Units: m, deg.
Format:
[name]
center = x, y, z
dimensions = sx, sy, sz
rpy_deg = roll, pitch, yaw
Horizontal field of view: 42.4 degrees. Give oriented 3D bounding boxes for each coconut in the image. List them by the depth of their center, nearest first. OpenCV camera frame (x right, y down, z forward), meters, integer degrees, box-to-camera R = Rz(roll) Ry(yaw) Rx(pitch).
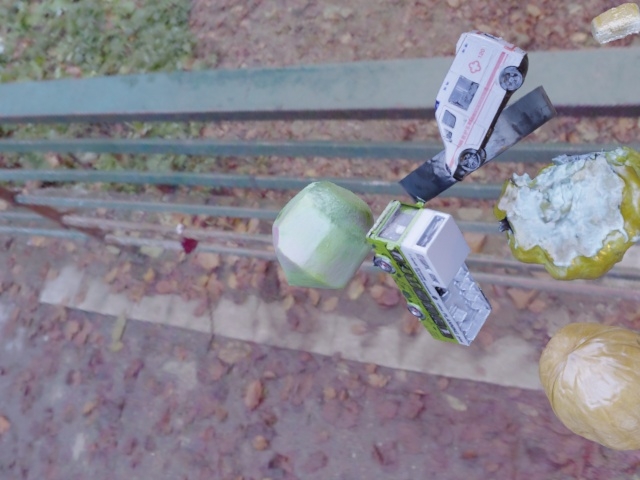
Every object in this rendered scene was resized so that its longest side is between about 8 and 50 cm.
[coconut]
center = 0.000, 0.000, 1.707
dimensions = 0.204, 0.236, 0.236
rpy_deg = 36, 94, -4

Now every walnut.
[walnut]
center = 0.439, 0.222, 1.264
dimensions = 0.193, 0.225, 0.193
rpy_deg = -25, 51, 35

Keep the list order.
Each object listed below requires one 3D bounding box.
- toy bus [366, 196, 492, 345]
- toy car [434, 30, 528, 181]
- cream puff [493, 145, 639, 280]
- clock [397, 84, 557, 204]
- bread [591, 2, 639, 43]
[toy bus]
center = 0.205, 0.064, 1.459
dimensions = 0.139, 0.302, 0.113
rpy_deg = 14, 59, 44
[toy car]
center = 0.216, -0.193, 1.192
dimensions = 0.108, 0.089, 0.210
rpy_deg = 26, 109, 9
[cream puff]
center = 0.257, -0.026, 0.809
dimensions = 0.156, 0.156, 0.121
rpy_deg = -20, 86, 26
[clock]
center = 0.292, -0.173, 1.542
dimensions = 0.319, 0.319, 0.066
rpy_deg = -35, 90, 18
[bread]
center = 0.504, -0.367, 1.402
dimensions = 0.083, 0.035, 0.070
rpy_deg = -17, 37, 18
